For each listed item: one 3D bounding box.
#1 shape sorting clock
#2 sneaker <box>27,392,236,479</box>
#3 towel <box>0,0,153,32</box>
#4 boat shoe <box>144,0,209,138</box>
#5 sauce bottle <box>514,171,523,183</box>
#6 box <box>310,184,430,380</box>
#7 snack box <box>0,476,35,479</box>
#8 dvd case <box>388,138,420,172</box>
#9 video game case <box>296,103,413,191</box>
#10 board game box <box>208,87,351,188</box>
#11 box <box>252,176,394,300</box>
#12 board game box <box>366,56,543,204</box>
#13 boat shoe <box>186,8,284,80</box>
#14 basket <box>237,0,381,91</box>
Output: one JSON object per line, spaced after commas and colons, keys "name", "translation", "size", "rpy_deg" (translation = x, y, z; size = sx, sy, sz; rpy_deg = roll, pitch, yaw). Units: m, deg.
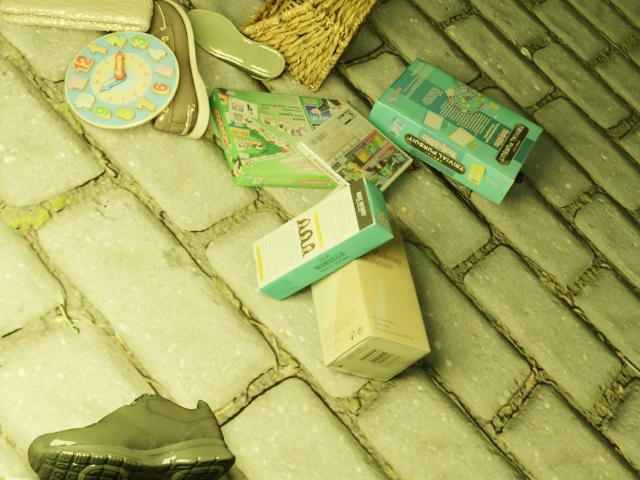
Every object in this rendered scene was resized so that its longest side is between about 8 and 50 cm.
{"name": "shape sorting clock", "translation": [-0.354, -0.289, 1.581], "size": [0.206, 0.040, 0.206], "rpy_deg": [-3, 65, 6]}
{"name": "sneaker", "translation": [-0.260, 0.274, 1.212], "size": [0.286, 0.109, 0.130], "rpy_deg": [10, 43, -37]}
{"name": "towel", "translation": [-0.456, -0.468, 1.685], "size": [0.282, 0.049, 0.187], "rpy_deg": [4, 52, -6]}
{"name": "boat shoe", "translation": [-0.296, -0.334, 1.677], "size": [0.097, 0.116, 0.324], "rpy_deg": [1, 59, -34]}
{"name": "sauce bottle", "translation": [0.405, -0.150, 2.017], "size": [0.128, 0.042, 0.042], "rpy_deg": [4, 53, -31]}
{"name": "box", "translation": [0.072, 0.072, 1.546], "size": [0.148, 0.121, 0.311], "rpy_deg": [18, 46, -36]}
{"name": "snack box", "translation": [-0.367, 0.379, 1.066], "size": [0.207, 0.070, 0.174], "rpy_deg": [14, 48, -25]}
{"name": "dvd case", "translation": [0.149, -0.179, 1.899], "size": [0.119, 0.013, 0.087], "rpy_deg": [-13, 62, -40]}
{"name": "video game case", "translation": [0.072, -0.173, 1.774], "size": [0.183, 0.023, 0.201], "rpy_deg": [41, 43, 4]}
{"name": "board game box", "translation": [-0.048, -0.200, 1.768], "size": [0.317, 0.046, 0.213], "rpy_deg": [0, 56, -33]}
{"name": "box", "translation": [0.000, 0.000, 1.488], "size": [0.060, 0.244, 0.100], "rpy_deg": [33, 36, -45]}
{"name": "board game box", "translation": [0.300, -0.250, 1.969], "size": [0.336, 0.079, 0.254], "rpy_deg": [32, 42, 7]}
{"name": "boat shoe", "translation": [-0.180, -0.398, 1.837], "size": [0.228, 0.068, 0.081], "rpy_deg": [31, 84, -1]}
{"name": "basket", "translation": [-0.010, -0.511, 1.930], "size": [0.223, 0.213, 0.299], "rpy_deg": [35, 43, -3]}
